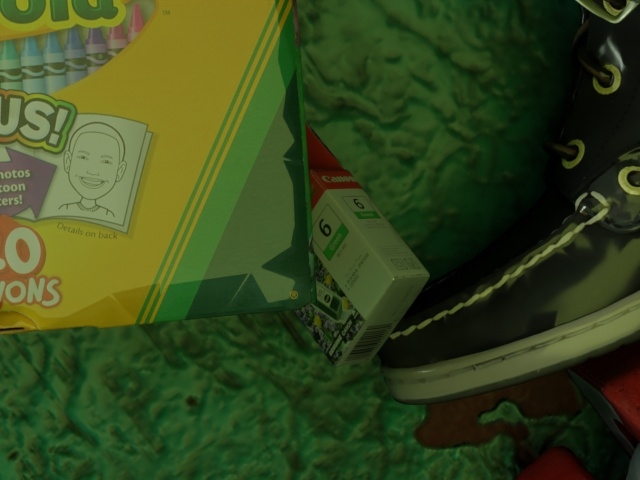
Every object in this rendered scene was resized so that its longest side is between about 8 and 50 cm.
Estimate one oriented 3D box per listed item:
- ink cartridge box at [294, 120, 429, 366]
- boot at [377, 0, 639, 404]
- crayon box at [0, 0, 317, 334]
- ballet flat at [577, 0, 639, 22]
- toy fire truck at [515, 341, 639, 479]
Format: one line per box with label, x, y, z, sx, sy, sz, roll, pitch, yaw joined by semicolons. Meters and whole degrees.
ink cartridge box;0.000;0.000;0.766;0.029;0.115;0.063;-4;137;-44
boot;0.143;-0.113;0.770;0.377;0.138;0.284;-30;98;5
crayon box;-0.148;-0.043;0.692;0.278;0.081;0.165;-5;97;-11
ballet flat;0.149;-0.112;0.692;0.114;0.041;0.041;19;95;-4
toy fire truck;0.245;0.175;0.773;0.169;0.254;0.302;-38;104;-3
